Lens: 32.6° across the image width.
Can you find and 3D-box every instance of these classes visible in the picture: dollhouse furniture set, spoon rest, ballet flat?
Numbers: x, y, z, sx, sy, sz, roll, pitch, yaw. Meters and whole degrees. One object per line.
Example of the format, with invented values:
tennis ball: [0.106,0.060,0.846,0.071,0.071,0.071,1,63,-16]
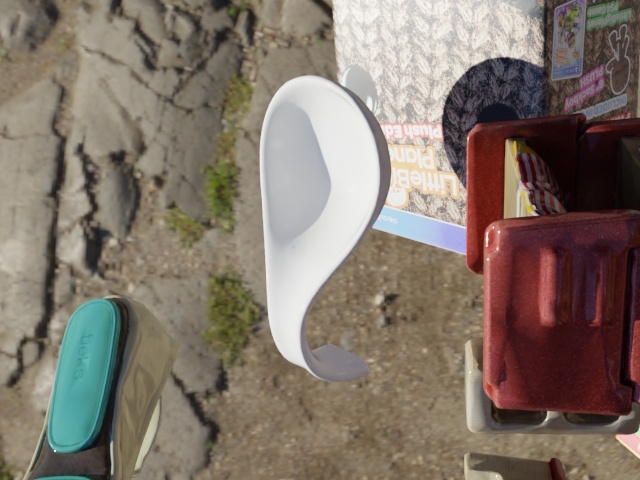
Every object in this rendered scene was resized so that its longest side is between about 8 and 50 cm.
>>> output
dollhouse furniture set: [0.173,0.119,0.698,0.152,0.201,0.374,-1,113,5]
spoon rest: [0.000,0.000,0.905,0.137,0.084,0.276,23,124,40]
ballet flat: [-0.147,0.155,0.702,0.086,0.086,0.248,-5,56,33]

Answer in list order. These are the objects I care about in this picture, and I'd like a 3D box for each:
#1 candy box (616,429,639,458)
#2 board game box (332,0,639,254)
candy box: [0.522,0.251,1.183,0.317,0.268,0.122,21,96,-5]
board game box: [0.141,-0.147,0.956,0.232,0.141,0.291,17,120,43]
